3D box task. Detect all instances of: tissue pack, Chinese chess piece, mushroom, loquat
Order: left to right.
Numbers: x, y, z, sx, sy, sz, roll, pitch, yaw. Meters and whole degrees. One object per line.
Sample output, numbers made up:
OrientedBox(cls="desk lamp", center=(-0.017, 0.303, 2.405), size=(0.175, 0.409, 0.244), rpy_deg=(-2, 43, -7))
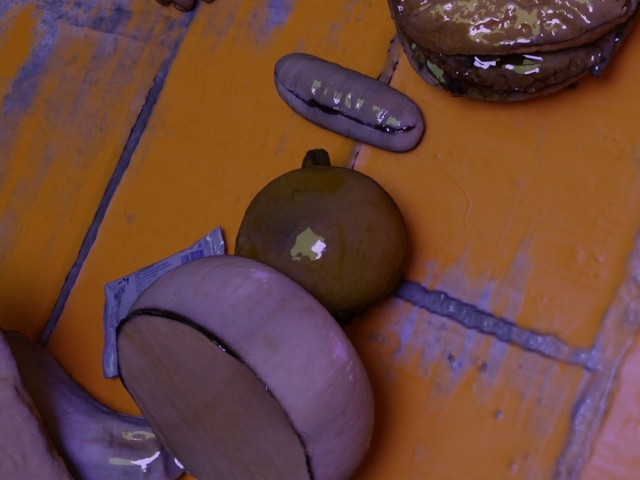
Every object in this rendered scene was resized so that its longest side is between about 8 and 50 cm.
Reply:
OrientedBox(cls="mushroom", center=(-0.299, 0.203, 0.983), size=(0.351, 0.095, 0.123), rpy_deg=(19, 69, 32))
OrientedBox(cls="tissue pack", center=(-0.183, 0.073, 0.991), size=(0.193, 0.026, 0.123), rpy_deg=(-25, 63, 22))
OrientedBox(cls="Chinese chess piece", center=(-0.072, 0.137, 0.781), size=(0.257, 0.257, 0.104), rpy_deg=(21, 43, 33))
OrientedBox(cls="loquat", center=(0.000, 0.000, 0.835), size=(0.172, 0.149, 0.205), rpy_deg=(-20, 57, 27))

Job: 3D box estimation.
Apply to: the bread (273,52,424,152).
OrientedBox(cls="bread", center=(0.020, -0.155, 0.929), size=(0.214, 0.053, 0.073), rpy_deg=(31, 95, 33))

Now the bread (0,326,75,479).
OrientedBox(cls="bread", center=(-0.485, 0.228, 0.891), size=(0.371, 0.279, 0.390), rpy_deg=(-35, 80, 44))

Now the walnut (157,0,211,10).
OrientedBox(cls="walnut", center=(-0.180, -0.386, 1.110), size=(0.143, 0.069, 0.170), rpy_deg=(-17, 70, 24))

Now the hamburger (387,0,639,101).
OrientedBox(cls="hamburger", center=(0.186, -0.273, 0.814), size=(0.259, 0.144, 0.283), rpy_deg=(13, 77, 21))
